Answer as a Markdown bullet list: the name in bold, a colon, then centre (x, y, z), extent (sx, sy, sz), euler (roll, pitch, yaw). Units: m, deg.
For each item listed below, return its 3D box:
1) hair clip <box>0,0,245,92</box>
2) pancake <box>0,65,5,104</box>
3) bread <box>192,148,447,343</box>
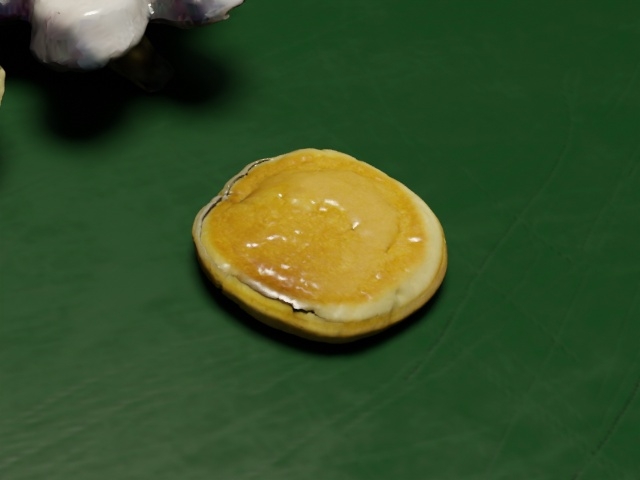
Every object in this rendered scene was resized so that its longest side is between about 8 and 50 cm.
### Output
- **hair clip**: centre (-0.151, -0.132, 0.756), extent (0.257, 0.075, 0.146), euler (19, 49, 14)
- **pancake**: centre (-0.184, -0.056, 0.674), extent (0.115, 0.011, 0.114), euler (-3, 70, 7)
- **bread**: centre (0.000, 0.000, 0.681), extent (0.110, 0.024, 0.110), euler (6, 45, -6)
